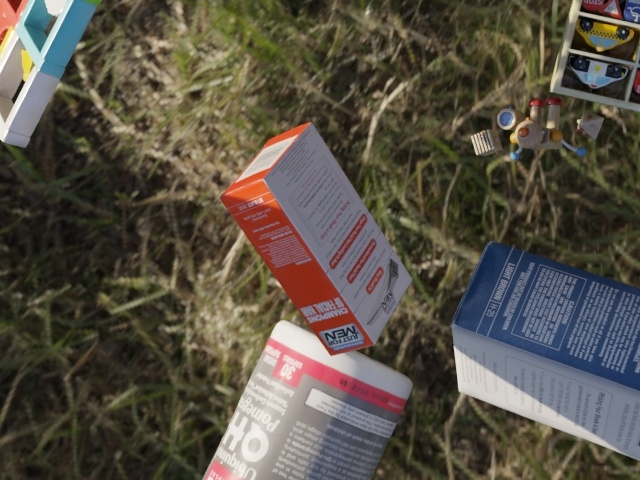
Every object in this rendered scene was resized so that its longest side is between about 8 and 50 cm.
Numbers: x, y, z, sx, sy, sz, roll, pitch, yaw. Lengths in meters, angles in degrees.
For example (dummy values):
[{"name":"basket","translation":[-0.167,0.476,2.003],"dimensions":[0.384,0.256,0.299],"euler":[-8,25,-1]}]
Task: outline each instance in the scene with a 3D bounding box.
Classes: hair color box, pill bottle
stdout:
[{"name":"hair color box","translation":[0.000,0.000,0.903],"dimensions":[0.053,0.093,0.167],"euler":[-20,113,38]},{"name":"hair color box","translation":[0.306,0.131,1.052],"dimensions":[0.347,0.105,0.174],"euler":[20,157,19]},{"name":"pill bottle","translation":[-0.035,0.266,1.263],"dimensions":[0.176,0.176,0.318],"euler":[25,85,1]}]

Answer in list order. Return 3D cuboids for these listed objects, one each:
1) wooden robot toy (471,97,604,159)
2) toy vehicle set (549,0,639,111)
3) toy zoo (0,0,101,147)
[{"name":"wooden robot toy","translation":[0.263,-0.143,1.397],"dimensions":[0.173,0.079,0.076],"euler":[-1,90,36]},{"name":"toy vehicle set","translation":[0.431,-0.234,1.351],"dimensions":[0.267,0.035,0.165],"euler":[12,96,1]},{"name":"toy zoo","translation":[-0.320,-0.236,1.212],"dimensions":[0.030,0.192,0.293],"euler":[15,117,-41]}]
